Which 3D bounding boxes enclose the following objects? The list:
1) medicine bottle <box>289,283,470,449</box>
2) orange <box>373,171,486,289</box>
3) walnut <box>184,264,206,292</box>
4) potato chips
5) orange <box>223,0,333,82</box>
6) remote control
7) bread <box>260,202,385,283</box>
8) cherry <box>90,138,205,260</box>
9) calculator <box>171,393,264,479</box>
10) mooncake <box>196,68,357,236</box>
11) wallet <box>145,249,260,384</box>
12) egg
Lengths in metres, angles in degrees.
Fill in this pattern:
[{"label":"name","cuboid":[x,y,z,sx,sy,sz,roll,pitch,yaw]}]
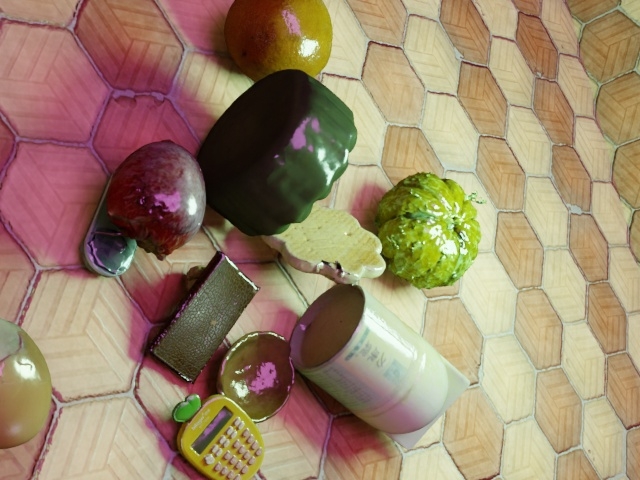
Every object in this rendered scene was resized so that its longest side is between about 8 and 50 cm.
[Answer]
[{"label":"medicine bottle","cuboid":[0.145,0.299,2.074,0.406,0.236,0.235,41,50,-26]},{"label":"orange","cuboid":[0.274,-0.016,2.344,0.300,0.223,0.301,15,67,-30]},{"label":"walnut","cuboid":[-0.233,0.091,1.885,0.096,0.082,0.079,28,28,-42]},{"label":"potato chips","cuboid":[-0.143,0.281,1.910,0.195,0.062,0.208,41,56,-30]},{"label":"orange","cuboid":[-0.091,-0.482,2.133,0.264,0.264,0.264,19,62,-40]},{"label":"remote control","cuboid":[-0.396,-0.038,1.787,0.104,0.052,0.247,36,52,-30]},{"label":"bread","cuboid":[0.000,0.000,2.071,0.316,0.054,0.316,16,28,-9]},{"label":"cherry","cuboid":[-0.308,-0.094,1.742,0.192,0.175,0.249,23,53,-24]},{"label":"calculator","cuboid":[-0.203,0.389,1.802,0.146,0.032,0.235,-49,115,-21]},{"label":"mooncake","cuboid":[-0.092,-0.180,1.933,0.194,0.357,0.356,39,50,-32]},{"label":"wallet","cuboid":[-0.233,0.153,1.824,0.133,0.039,0.243,44,72,-34]},{"label":"egg","cuboid":[-0.531,0.226,1.441,0.244,0.201,0.201,59,42,-30]}]
